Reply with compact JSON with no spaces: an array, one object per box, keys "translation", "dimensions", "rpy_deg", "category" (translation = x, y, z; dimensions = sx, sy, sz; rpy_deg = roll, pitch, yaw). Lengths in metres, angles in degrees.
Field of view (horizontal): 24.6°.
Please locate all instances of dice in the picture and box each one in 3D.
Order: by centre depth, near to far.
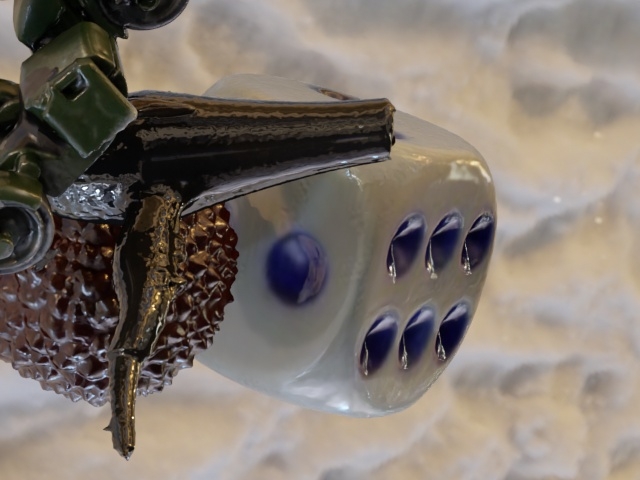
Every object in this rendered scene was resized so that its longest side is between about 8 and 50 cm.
[{"translation":[0.000,0.000,1.617],"dimensions":[0.277,0.304,0.304],"rpy_deg":[-3,114,-55],"category":"dice"}]

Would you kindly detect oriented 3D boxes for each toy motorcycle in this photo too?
[{"translation":[-0.204,-0.103,1.042],"dimensions":[0.127,0.205,0.275],"rpy_deg":[36,108,-30],"category":"toy motorcycle"}]

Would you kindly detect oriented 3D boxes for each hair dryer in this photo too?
[{"translation":[-0.093,0.018,1.109],"dimensions":[0.120,0.303,0.360],"rpy_deg":[81,9,-48],"category":"hair dryer"}]

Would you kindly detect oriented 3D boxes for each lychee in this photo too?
[{"translation":[-0.203,0.021,1.393],"dimensions":[0.264,0.300,0.264],"rpy_deg":[-1,102,-6],"category":"lychee"}]
